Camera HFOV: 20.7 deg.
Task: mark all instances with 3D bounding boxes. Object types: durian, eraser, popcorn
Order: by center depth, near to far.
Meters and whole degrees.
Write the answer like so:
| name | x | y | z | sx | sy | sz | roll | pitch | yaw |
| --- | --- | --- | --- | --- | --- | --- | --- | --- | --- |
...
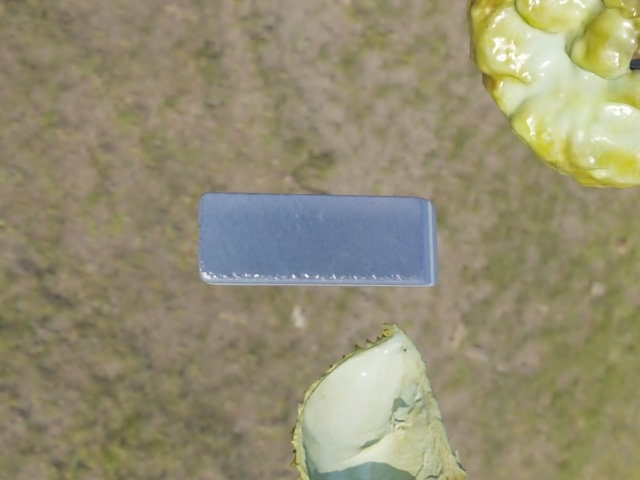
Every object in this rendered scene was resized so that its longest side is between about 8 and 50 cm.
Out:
| name | x | y | z | sx | sy | sz | roll | pitch | yaw |
| --- | --- | --- | --- | --- | --- | --- | --- | --- | --- |
| popcorn | 0.203 | -0.148 | 1.229 | 0.221 | 0.183 | 0.204 | 52 | 51 | -24 |
| durian | 0.057 | 0.198 | 1.538 | 0.144 | 0.252 | 0.139 | 20 | 126 | -31 |
| eraser | 0.000 | 0.000 | 1.556 | 0.036 | 0.225 | 0.082 | 144 | -54 | -75 |
